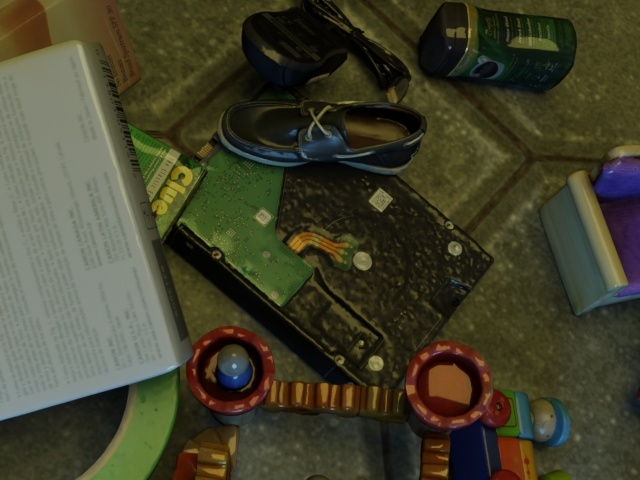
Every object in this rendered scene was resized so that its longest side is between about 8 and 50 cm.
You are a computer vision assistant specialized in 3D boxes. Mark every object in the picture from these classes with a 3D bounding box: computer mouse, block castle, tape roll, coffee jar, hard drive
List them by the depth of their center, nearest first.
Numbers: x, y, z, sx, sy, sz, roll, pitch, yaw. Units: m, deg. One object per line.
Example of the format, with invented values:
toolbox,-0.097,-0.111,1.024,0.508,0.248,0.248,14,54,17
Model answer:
block castle,-0.002,0.314,1.164,0.303,0.213,0.453,5,70,0
tape roll,-0.299,0.143,1.222,0.321,0.077,0.321,2,78,-8
hard drive,0.000,0.000,1.415,0.339,0.064,0.237,40,63,1
computer mouse,0.005,-0.202,1.459,0.184,0.060,0.262,40,27,2
coffee jar,0.220,-0.244,1.565,0.184,0.096,0.079,5,68,-16

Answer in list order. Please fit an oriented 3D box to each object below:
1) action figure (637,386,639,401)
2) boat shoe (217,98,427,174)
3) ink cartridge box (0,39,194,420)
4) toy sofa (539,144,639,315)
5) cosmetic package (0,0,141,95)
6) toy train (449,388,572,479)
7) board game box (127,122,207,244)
action figure,0.439,0.123,1.402,0.091,0.139,0.280,5,110,-24
boat shoe,0.003,-0.128,1.391,0.233,0.079,0.084,5,69,-14
ink cartridge box,-0.343,0.017,1.148,0.385,0.091,0.308,-16,93,6
toy sofa,0.469,-0.030,1.511,0.363,0.177,0.150,-9,72,-21
cosmetic package,-0.351,-0.164,1.304,0.129,0.153,0.296,27,58,36
toy train,0.217,0.282,1.356,0.143,0.105,0.248,6,67,-30
board game box,-0.243,0.000,1.317,0.136,0.030,0.259,30,79,4
